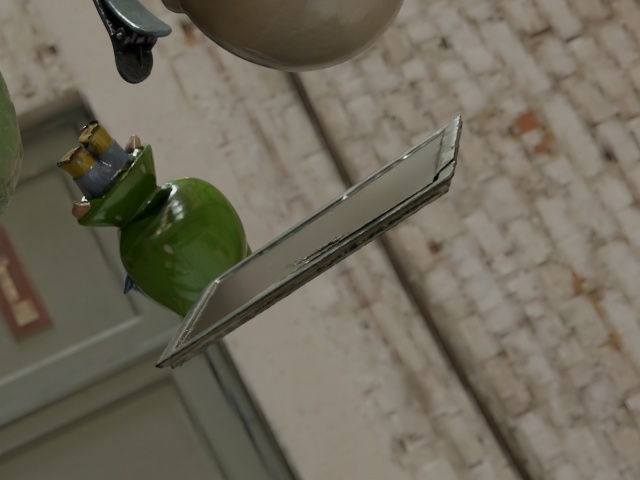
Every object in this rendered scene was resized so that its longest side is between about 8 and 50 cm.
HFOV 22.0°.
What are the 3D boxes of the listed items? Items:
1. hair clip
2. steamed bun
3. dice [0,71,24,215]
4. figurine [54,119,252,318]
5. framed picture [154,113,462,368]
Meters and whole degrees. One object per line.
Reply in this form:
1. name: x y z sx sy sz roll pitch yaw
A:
1. hair clip: -0.239 -0.298 1.780 0.275 0.048 0.083 62 -37 25
2. steamed bun: -0.044 -0.211 1.295 0.228 0.177 0.130 40 -72 37
3. dice: -0.587 -0.130 2.020 0.322 0.330 0.318 10 57 -63
4. figurine: -0.194 -0.022 1.922 0.263 0.162 0.143 47 -34 -18
5. framed picture: 0.000 0.000 1.306 0.016 0.273 0.216 54 15 -9
